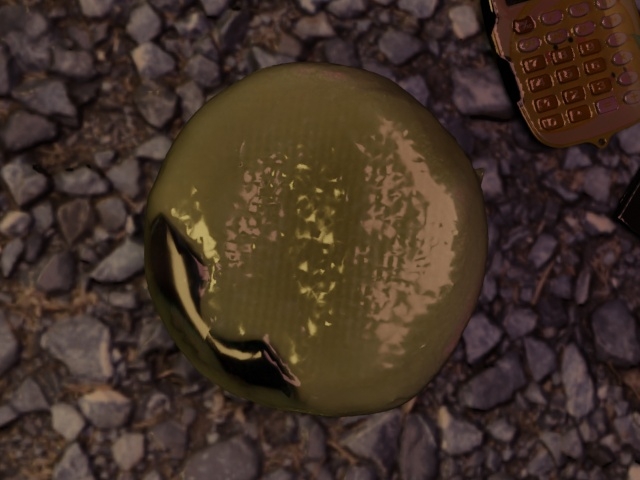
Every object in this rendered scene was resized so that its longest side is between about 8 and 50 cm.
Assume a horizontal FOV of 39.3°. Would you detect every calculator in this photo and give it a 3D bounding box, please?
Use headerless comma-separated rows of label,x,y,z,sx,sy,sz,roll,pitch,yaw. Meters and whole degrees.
calculator,0.236,-0.201,0.869,0.157,0.033,0.236,-17,90,-13

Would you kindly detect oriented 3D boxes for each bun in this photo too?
bun,0.000,0.000,0.738,0.283,0.179,0.283,-1,87,10

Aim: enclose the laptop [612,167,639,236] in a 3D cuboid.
laptop,0.389,-0.065,0.895,0.135,0.016,0.197,35,80,-7
